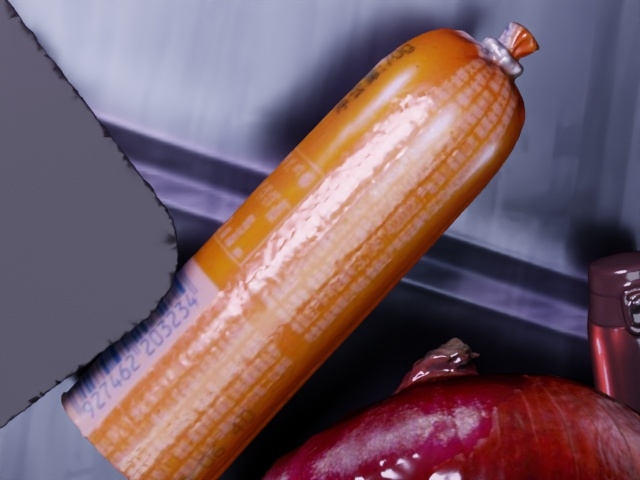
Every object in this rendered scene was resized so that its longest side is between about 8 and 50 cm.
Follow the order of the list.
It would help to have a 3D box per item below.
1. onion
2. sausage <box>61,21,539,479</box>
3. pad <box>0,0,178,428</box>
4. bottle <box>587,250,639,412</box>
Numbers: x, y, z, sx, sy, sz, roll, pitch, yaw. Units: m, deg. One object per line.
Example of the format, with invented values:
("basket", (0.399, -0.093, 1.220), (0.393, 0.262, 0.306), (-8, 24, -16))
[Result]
("onion", (0.078, 0.152, 1.050), (0.272, 0.195, 0.272), (-2, 142, -1))
("sausage", (0.000, 0.000, 1.011), (0.093, 0.093, 0.312), (42, 93, -22))
("pad", (-0.238, -0.082, 0.963), (0.315, 0.063, 0.375), (-36, 102, -1))
("bottle", (0.186, 0.085, 1.103), (0.060, 0.060, 0.164), (-14, 109, -10))
